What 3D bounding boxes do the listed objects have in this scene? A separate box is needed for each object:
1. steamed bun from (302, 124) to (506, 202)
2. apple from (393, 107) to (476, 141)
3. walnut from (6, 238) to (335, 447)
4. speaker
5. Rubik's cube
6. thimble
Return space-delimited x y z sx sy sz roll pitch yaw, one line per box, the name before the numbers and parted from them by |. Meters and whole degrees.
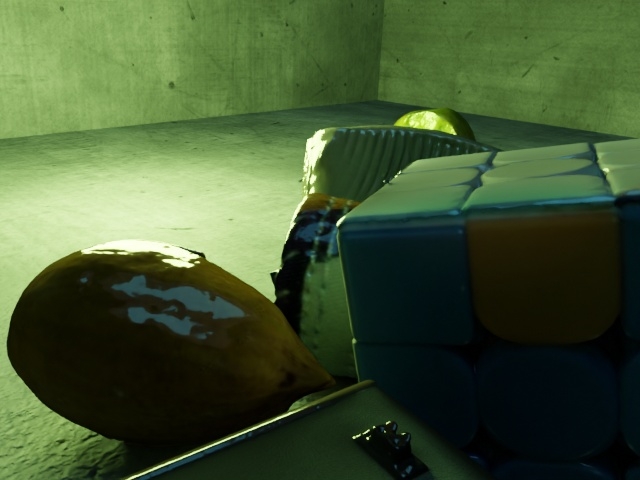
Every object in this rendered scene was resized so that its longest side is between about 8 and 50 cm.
steamed bun | 0.153 -0.050 0.975 0.384 0.246 0.236 7 -3 -8
apple | 0.275 -0.224 1.506 0.246 0.226 0.246 0 19 0
walnut | -0.148 0.110 0.601 0.337 0.208 0.209 11 22 14
speaker | -0.021 0.216 0.341 0.231 0.192 0.153 -13 26 -33
Rubik's cube | 0.209 0.073 0.540 0.291 0.291 0.291 -4 15 23
thimble | 0.028 0.061 0.743 0.150 0.237 0.237 10 22 9
